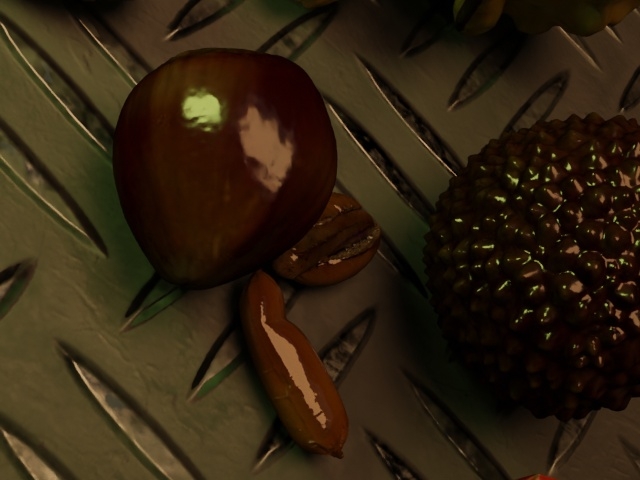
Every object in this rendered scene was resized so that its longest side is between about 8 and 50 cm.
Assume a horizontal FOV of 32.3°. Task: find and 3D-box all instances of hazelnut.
[{"bbox_3d":[-0.083,-0.051,0.914,0.208,0.208,0.208,16,61,-30],"label":"hazelnut"}]

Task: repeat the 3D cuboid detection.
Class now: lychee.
[{"bbox_3d":[0.246,0.017,1.060,0.306,0.330,0.306,1,74,-4],"label":"lychee"}]

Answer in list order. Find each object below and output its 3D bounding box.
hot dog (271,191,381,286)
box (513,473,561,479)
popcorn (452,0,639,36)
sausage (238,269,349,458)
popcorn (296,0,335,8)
[{"bbox_3d":[-0.001,-0.002,1.035,0.140,0.060,0.090,-16,75,-36],"label":"hot dog"},{"bbox_3d":[0.181,0.308,0.976,0.099,0.133,0.182,21,57,-31],"label":"box"},{"bbox_3d":[0.224,-0.366,1.204,0.349,0.349,0.382,49,43,-7],"label":"popcorn"},{"bbox_3d":[-0.028,0.111,0.967,0.183,0.054,0.062,62,17,6],"label":"sausage"},{"bbox_3d":[0.004,-0.318,1.140,0.167,0.152,0.148,-43,125,-42],"label":"popcorn"}]
